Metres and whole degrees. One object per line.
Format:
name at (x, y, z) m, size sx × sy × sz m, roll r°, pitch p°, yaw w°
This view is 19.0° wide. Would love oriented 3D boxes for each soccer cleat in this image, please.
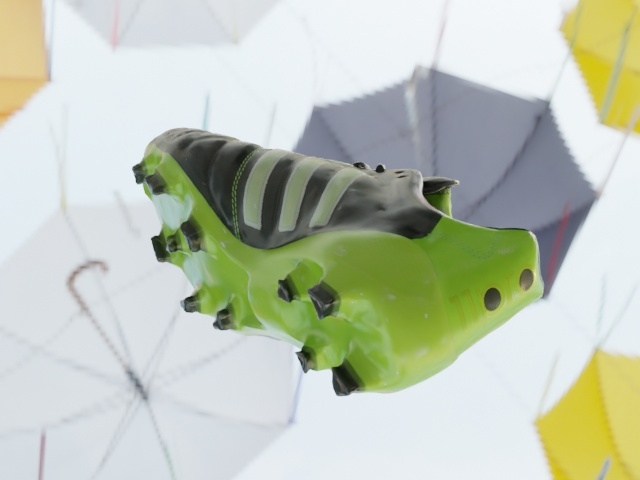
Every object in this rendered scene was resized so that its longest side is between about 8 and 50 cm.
soccer cleat at (0.000, 0.000, 0.587) m, size 0.072 × 0.060 × 0.179 m, roll -22°, pitch -154°, yaw -22°
